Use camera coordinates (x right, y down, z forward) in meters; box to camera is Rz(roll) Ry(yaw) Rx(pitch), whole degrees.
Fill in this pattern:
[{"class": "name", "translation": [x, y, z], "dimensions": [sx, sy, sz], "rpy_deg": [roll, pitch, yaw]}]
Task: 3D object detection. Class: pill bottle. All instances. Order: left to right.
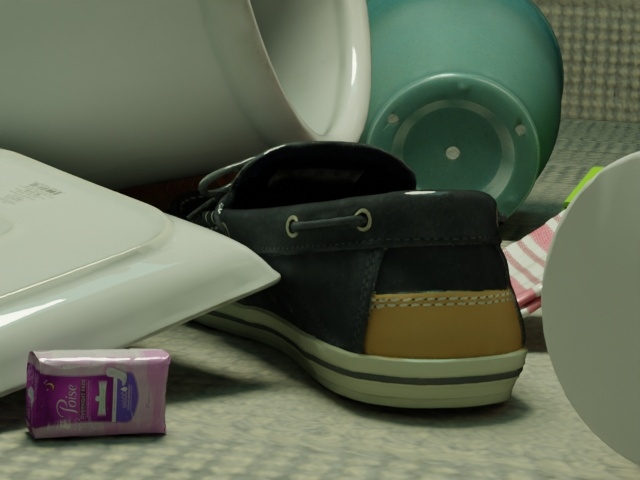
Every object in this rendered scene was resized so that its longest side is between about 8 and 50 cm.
[{"class": "pill bottle", "translation": [0.323, 0.021, 1.065], "dimensions": [0.407, 0.229, 0.229], "rpy_deg": [-6, 13, -45]}]

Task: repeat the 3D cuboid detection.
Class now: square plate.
[{"class": "square plate", "translation": [-0.264, 0.013, 1.202], "dimensions": [0.344, 0.049, 0.347], "rpy_deg": [-22, 30, -39]}]

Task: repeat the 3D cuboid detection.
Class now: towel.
[{"class": "towel", "translation": [0.174, 0.016, 1.411], "dimensions": [0.197, 0.029, 0.144], "rpy_deg": [-29, 13, -4]}]

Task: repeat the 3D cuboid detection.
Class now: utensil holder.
[{"class": "utensil holder", "translation": [-0.190, -0.198, 1.519], "dimensions": [0.385, 0.328, 0.327], "rpy_deg": [-9, 5, 19]}]

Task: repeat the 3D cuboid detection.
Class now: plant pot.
[{"class": "plant pot", "translation": [0.138, -0.134, 1.960], "dimensions": [0.271, 0.272, 0.255], "rpy_deg": [3, 24, 2]}]

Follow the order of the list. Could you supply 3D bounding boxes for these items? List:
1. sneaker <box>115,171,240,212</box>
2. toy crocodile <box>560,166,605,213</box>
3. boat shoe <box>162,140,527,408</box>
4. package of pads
[{"class": "sneaker", "translation": [-0.135, -0.026, 1.674], "dimensions": [0.302, 0.108, 0.121], "rpy_deg": [1, -11, 20]}, {"class": "toy crocodile", "translation": [0.392, -0.025, 1.794], "dimensions": [0.340, 0.105, 0.115], "rpy_deg": [4, 43, 41]}, {"class": "boat shoe", "translation": [0.000, 0.000, 1.346], "dimensions": [0.187, 0.156, 0.500], "rpy_deg": [-3, 9, -22]}, {"class": "package of pads", "translation": [-0.131, 0.089, 1.061], "dimensions": [0.083, 0.050, 0.032], "rpy_deg": [0, 9, -20]}]
